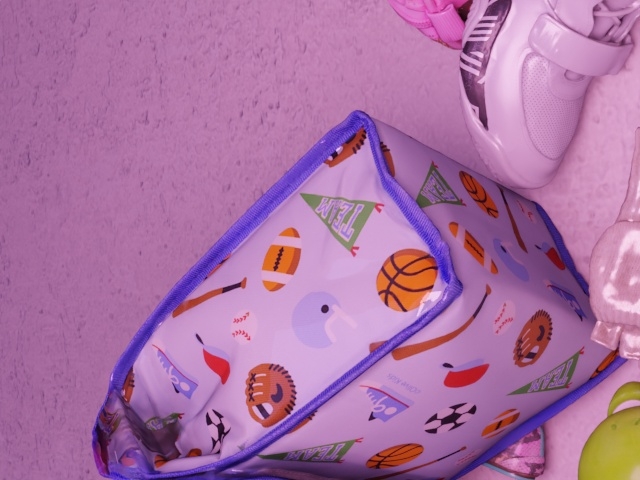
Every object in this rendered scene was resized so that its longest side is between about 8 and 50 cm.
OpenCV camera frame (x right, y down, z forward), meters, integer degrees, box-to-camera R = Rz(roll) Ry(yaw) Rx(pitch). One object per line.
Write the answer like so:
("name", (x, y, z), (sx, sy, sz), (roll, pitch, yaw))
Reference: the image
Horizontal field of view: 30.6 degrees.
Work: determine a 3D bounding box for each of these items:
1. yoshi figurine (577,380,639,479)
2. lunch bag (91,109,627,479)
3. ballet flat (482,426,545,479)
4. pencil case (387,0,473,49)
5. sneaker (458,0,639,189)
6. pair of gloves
("yoshi figurine", (0.284, 0.279, 0.912), (0.203, 0.203, 0.362), (102, 158, -69))
("lunch bag", (0.030, 0.120, 1.056), (0.385, 0.328, 0.239), (-40, 54, 22))
("ballet flat", (0.138, 0.191, 1.206), (0.221, 0.077, 0.079), (4, 79, 44))
("pencil case", (0.054, -0.340, 1.189), (0.386, 0.160, 0.167), (41, 122, 38))
("sneaker", (0.245, -0.209, 0.996), (0.210, 0.137, 0.366), (21, 108, 48))
("pair of gloves", (0.334, 0.030, 0.918), (0.240, 0.042, 0.204), (20, 108, 19))
